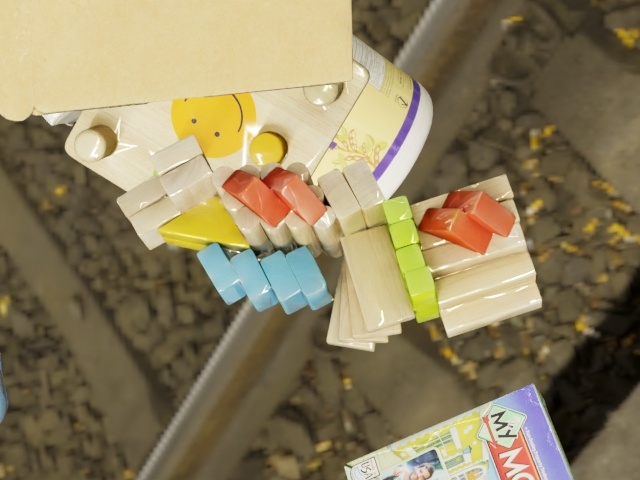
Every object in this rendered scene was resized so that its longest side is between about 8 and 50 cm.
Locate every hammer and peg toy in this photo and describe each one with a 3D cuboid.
[{"bbox_3d":[-0.157,-0.173,1.664,0.361,0.127,0.266,33,103,2],"label":"hammer and peg toy"}]

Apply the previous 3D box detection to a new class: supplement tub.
[{"bbox_3d":[-0.038,-0.195,2.118,0.241,0.331,0.241,-47,21,25],"label":"supplement tub"}]

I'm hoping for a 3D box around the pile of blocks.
[{"bbox_3d":[0.000,0.000,1.250,0.362,0.112,0.149,6,73,10],"label":"pile of blocks"}]

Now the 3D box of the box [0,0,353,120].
[{"bbox_3d":[-0.066,-0.145,0.516,0.021,0.164,0.201,-155,60,-61],"label":"box"}]

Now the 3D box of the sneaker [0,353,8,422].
[{"bbox_3d":[-0.388,0.105,1.641,0.069,0.082,0.209,-14,103,20],"label":"sneaker"}]

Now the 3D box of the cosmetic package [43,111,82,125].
[{"bbox_3d":[-0.223,-0.315,1.853,0.365,0.197,0.155,-42,94,5],"label":"cosmetic package"}]

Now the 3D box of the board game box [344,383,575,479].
[{"bbox_3d":[0.163,0.314,1.469,0.213,0.046,0.317,-25,52,9],"label":"board game box"}]
